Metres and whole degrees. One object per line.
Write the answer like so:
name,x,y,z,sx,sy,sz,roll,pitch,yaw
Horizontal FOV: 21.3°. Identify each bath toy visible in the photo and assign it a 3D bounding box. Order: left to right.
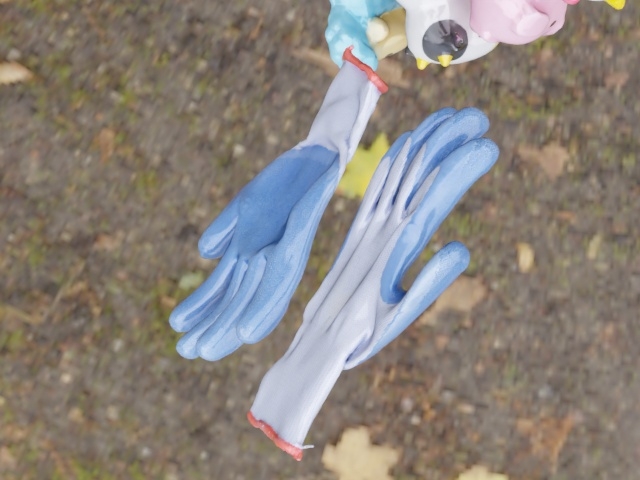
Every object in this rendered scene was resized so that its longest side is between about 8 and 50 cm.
bath toy,0.145,-0.220,1.437,0.151,0.129,0.348,43,151,-28

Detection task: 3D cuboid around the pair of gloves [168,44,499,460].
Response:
pair of gloves,0.000,0.000,0.712,0.023,0.198,0.159,29,95,-26
